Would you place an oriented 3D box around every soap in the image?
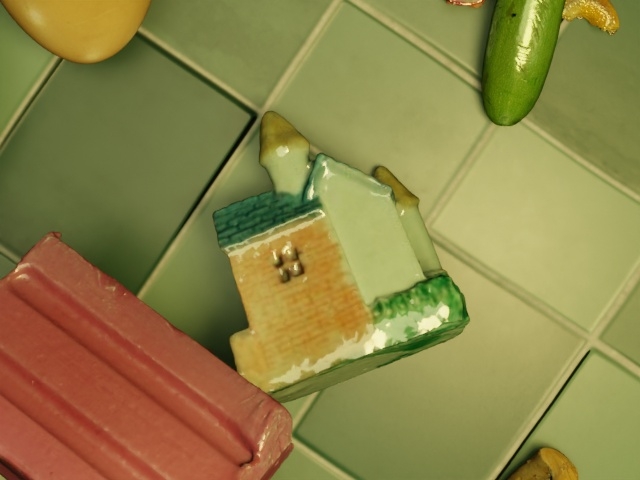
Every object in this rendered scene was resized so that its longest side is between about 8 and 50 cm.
[{"bbox_3d":[-0.227,0.186,1.289,0.360,0.128,0.233,36,65,11],"label":"soap"}]

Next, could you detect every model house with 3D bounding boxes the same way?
[{"bbox_3d":[0.000,0.000,1.443,0.267,0.194,0.324,-21,79,4],"label":"model house"}]

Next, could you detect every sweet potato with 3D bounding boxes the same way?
[{"bbox_3d":[0.255,0.396,1.492,0.112,0.085,0.285,6,94,-5],"label":"sweet potato"}]

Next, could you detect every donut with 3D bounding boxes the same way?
[{"bbox_3d":[0.326,-0.277,1.475,0.067,0.038,0.083,-40,91,-1],"label":"donut"}]

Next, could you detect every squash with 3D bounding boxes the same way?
[{"bbox_3d":[0.249,-0.278,1.438,0.082,0.082,0.292,11,103,-1],"label":"squash"}]

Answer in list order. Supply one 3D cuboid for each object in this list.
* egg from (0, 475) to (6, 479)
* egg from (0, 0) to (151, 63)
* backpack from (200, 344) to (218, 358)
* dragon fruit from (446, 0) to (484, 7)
[{"bbox_3d":[-0.436,0.203,1.446,0.271,0.162,0.206,50,59,-37],"label":"egg"},{"bbox_3d":[-0.287,-0.327,1.394,0.201,0.201,0.244,-10,106,1],"label":"egg"},{"bbox_3d":[-0.210,0.272,1.432,0.283,0.197,0.317,-1,72,-8],"label":"backpack"},{"bbox_3d":[0.188,-0.322,1.464,0.060,0.056,0.083,12,97,1],"label":"dragon fruit"}]
